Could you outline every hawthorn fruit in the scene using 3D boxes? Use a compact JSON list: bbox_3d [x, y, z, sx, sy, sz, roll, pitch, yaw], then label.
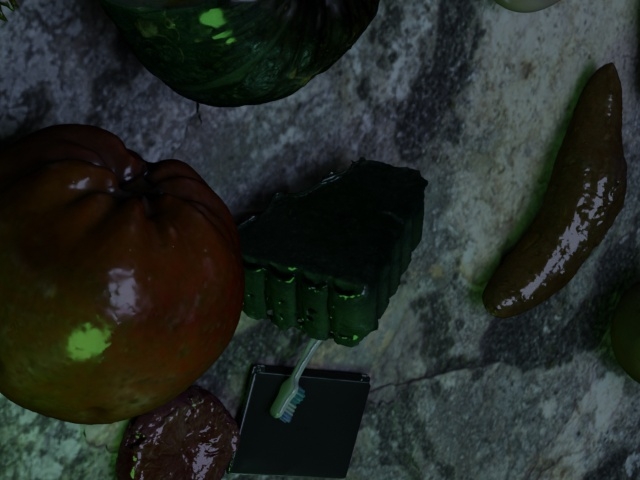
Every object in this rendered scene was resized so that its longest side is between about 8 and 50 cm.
[{"bbox_3d":[-0.217,0.056,1.581,0.277,0.277,0.298,-2,132,-39],"label":"hawthorn fruit"}]

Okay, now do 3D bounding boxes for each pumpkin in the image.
[{"bbox_3d":[-0.051,-0.247,1.604,0.293,0.263,0.197,-45,131,-15],"label":"pumpkin"}]

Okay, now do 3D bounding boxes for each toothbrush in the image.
[{"bbox_3d":[0.024,0.066,1.913,0.030,0.030,0.304,35,79,-41],"label":"toothbrush"}]

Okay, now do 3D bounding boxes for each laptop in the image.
[{"bbox_3d":[-0.023,0.207,1.941,0.180,0.016,0.129,10,98,-40],"label":"laptop"}]

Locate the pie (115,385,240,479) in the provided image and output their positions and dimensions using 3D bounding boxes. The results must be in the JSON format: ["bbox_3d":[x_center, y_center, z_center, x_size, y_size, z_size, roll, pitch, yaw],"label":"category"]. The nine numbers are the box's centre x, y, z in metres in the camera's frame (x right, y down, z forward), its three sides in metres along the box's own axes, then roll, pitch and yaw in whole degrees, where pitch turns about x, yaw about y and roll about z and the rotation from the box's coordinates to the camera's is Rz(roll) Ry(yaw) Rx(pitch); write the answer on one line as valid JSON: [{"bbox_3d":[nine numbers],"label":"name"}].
[{"bbox_3d":[-0.151,0.228,1.829,0.154,0.038,0.153,-13,111,-37],"label":"pie"}]

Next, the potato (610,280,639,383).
[{"bbox_3d":[0.458,0.130,2.219,0.157,0.157,0.194,-39,127,-23],"label":"potato"}]

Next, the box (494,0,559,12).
[{"bbox_3d":[0.258,-0.348,1.930,0.200,0.088,0.146,-41,125,-20],"label":"box"}]

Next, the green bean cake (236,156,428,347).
[{"bbox_3d":[0.000,0.000,1.816,0.107,0.193,0.208,83,29,-46],"label":"green bean cake"}]

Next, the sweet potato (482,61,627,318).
[{"bbox_3d":[0.311,-0.045,2.075,0.114,0.092,0.341,29,85,-25],"label":"sweet potato"}]

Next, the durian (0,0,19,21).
[{"bbox_3d":[-0.356,-0.271,1.385,0.291,0.225,0.291,-53,166,-19],"label":"durian"}]
